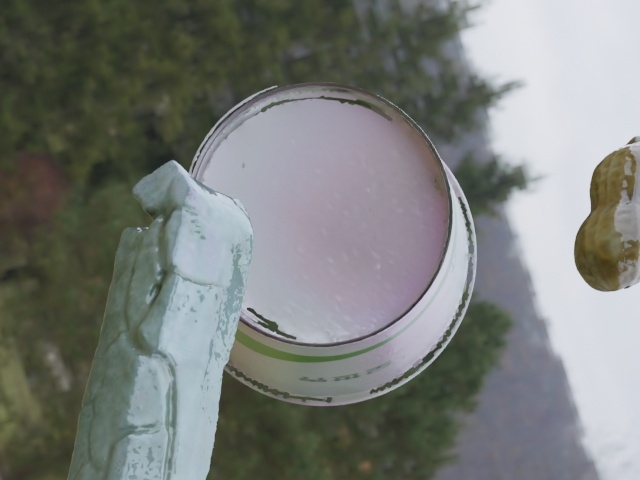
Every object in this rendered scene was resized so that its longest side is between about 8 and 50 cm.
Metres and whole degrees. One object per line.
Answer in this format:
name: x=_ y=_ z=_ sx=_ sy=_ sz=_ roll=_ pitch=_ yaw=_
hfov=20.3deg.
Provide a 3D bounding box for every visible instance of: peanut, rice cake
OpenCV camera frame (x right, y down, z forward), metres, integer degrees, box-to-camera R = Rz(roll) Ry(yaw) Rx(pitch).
peanut: x=0.290 y=-0.025 z=1.676 sx=0.089 sy=0.089 sz=0.193 roll=74 pitch=30 yaw=-47
rice cake: x=-0.091 y=0.122 z=0.908 sx=0.066 sy=0.063 sz=0.336 roll=29 pitch=60 yaw=-44

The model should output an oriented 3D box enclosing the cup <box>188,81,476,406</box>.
cup: x=0.000 y=0.000 z=1.362 sx=0.274 sy=0.253 sz=0.253 roll=73 pitch=1 yaw=-84
